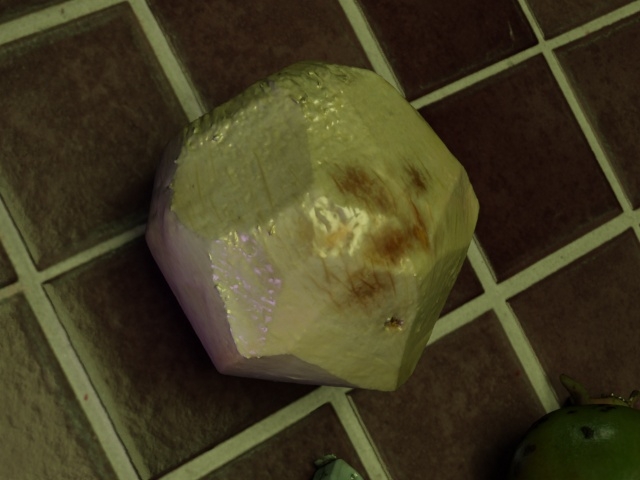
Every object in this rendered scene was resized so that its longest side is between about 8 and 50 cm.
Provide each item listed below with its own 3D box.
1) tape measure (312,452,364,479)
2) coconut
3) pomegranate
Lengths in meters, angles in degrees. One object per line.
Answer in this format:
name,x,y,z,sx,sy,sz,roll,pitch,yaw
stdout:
tape measure,0.013,0.431,1.617,0.164,0.084,0.330,33,44,-14
coconut,0.000,0.000,1.610,0.415,0.415,0.344,63,16,1
pomegranate,0.398,0.317,1.780,0.291,0.291,0.323,31,64,-16
